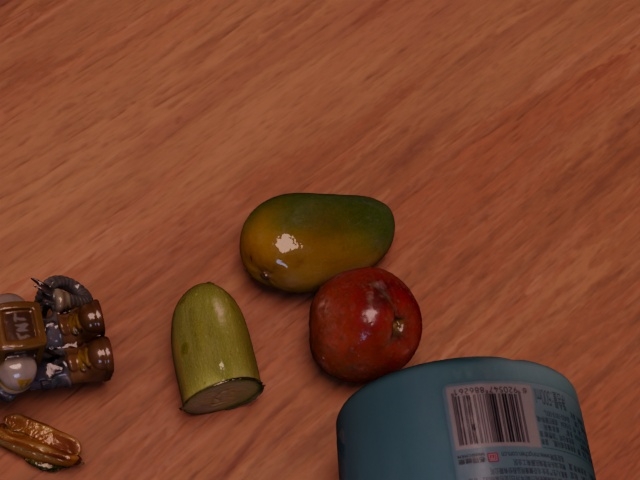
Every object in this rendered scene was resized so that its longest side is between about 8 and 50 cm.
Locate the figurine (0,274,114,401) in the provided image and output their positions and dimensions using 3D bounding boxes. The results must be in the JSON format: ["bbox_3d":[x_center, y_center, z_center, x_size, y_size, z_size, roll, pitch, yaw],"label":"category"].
[{"bbox_3d":[-0.467,0.163,1.836,0.382,0.186,0.261,-9,59,-17],"label":"figurine"}]

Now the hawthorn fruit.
[{"bbox_3d":[0.064,0.117,1.975,0.173,0.173,0.173,5,60,-8],"label":"hawthorn fruit"}]

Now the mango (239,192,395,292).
[{"bbox_3d":[0.000,0.000,2.069,0.251,0.114,0.156,-5,48,-28],"label":"mango"}]

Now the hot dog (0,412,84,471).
[{"bbox_3d":[-0.377,0.275,1.879,0.133,0.041,0.056,20,58,10],"label":"hot dog"}]

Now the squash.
[{"bbox_3d":[-0.150,0.140,1.951,0.123,0.123,0.186,-6,63,-14],"label":"squash"}]

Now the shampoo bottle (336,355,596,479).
[{"bbox_3d":[0.192,0.361,1.765,0.331,0.331,0.342,1,60,-10],"label":"shampoo bottle"}]
